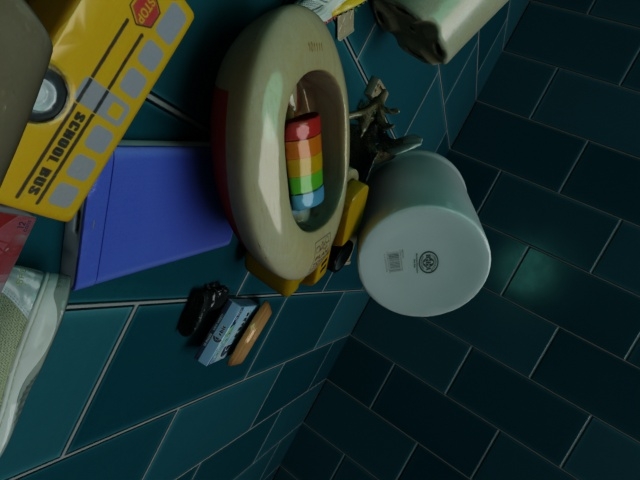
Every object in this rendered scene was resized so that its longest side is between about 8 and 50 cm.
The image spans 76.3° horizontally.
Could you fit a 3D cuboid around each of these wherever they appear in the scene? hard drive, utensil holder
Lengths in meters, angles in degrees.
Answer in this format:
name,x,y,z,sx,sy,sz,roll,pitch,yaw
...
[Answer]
name,x,y,z,sx,sy,sz,roll,pitch,yaw
hard drive,-0.243,-0.057,0.664,0.318,0.040,0.210,-22,137,-59
utensil holder,0.259,-0.033,1.093,0.385,0.327,0.328,-77,-176,-61

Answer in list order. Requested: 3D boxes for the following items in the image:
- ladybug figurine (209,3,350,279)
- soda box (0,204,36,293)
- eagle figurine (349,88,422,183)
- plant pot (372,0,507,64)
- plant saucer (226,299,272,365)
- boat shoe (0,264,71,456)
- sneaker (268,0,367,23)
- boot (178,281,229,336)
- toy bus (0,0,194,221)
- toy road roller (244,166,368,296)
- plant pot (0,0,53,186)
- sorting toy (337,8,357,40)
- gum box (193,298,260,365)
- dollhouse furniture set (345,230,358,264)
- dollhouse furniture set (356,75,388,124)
name,x,y,z,sx,sy,sz,roll,pitch,yaw
ladybug figurine,-0.068,-0.139,0.690,0.305,0.161,0.449,-37,133,-52
soda box,-0.393,0.066,0.395,0.263,0.092,0.083,-62,159,3
eagle figurine,0.104,-0.226,1.036,0.298,0.226,0.225,102,-14,-53
plant pot,0.291,-0.584,0.899,0.305,0.334,0.334,-52,161,8
plant saucer,-0.189,0.258,1.119,0.200,0.037,0.200,-60,-179,2
boat shoe,-0.413,0.174,0.492,0.103,0.118,0.320,25,98,-33
sneaker,-0.013,-0.422,0.700,0.225,0.088,0.093,-45,128,-28
boot,-0.257,0.152,0.910,0.121,0.045,0.099,-63,166,11
toy bus,-0.236,-0.193,0.401,0.333,0.108,0.130,-60,160,-2
toy road roller,-0.047,-0.023,0.940,0.240,0.202,0.330,-44,155,-38
plant pot,-0.289,-0.077,0.221,0.229,0.263,0.263,-61,160,-10
sorting toy,0.060,-0.475,0.871,0.083,0.012,0.062,-47,151,-25
gum box,-0.227,0.223,1.023,0.157,0.041,0.184,-59,171,-4
dollhouse furniture set,0.000,0.000,1.245,0.183,0.129,0.129,-10,131,-34
dollhouse furniture set,0.185,-0.354,1.169,0.151,0.123,0.144,-64,160,8
